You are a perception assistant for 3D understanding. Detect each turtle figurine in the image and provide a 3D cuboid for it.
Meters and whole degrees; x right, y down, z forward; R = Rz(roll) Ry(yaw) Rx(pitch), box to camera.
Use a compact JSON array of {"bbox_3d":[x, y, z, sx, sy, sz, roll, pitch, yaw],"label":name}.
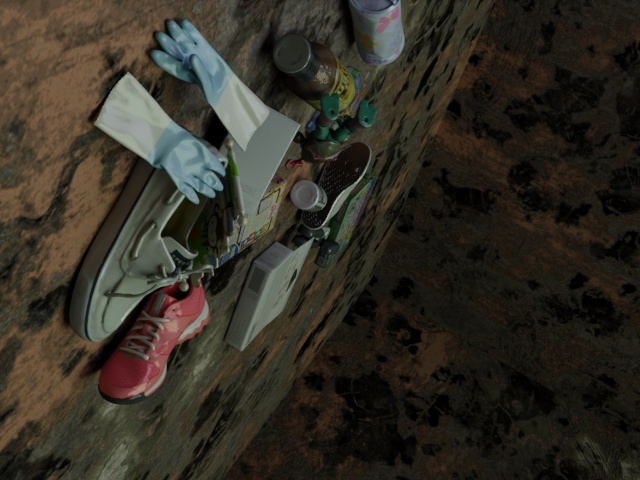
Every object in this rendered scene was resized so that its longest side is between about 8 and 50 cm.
[{"bbox_3d":[0.004,-0.214,1.430,0.175,0.118,0.234,-11,172,-29],"label":"turtle figurine"}]

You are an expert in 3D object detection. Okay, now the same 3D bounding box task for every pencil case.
[{"bbox_3d":[0.126,-0.487,1.553,0.124,0.114,0.273,-61,169,-7],"label":"pencil case"}]

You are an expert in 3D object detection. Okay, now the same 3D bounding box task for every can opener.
[{"bbox_3d":[0.000,0.000,2.236,0.076,0.095,0.283,-63,168,7],"label":"can opener"}]

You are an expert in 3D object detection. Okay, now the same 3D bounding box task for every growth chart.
[{"bbox_3d":[-0.183,-0.030,1.158,0.021,0.171,0.237,5,148,-37],"label":"growth chart"}]

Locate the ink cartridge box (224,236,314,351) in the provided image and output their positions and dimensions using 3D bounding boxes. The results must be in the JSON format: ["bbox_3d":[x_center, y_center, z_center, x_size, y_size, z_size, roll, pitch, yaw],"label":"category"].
[{"bbox_3d":[-0.145,0.134,2.020,0.261,0.066,0.296,-42,159,-57],"label":"ink cartridge box"}]

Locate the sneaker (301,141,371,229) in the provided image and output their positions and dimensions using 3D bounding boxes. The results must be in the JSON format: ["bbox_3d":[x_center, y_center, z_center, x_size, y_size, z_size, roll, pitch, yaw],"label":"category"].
[{"bbox_3d":[0.039,-0.159,2.052,0.290,0.106,0.123,-53,178,0],"label":"sneaker"}]

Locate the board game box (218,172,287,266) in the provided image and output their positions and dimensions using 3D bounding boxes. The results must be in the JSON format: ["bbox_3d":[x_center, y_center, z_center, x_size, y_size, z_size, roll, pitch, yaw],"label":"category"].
[{"bbox_3d":[-0.159,-0.047,1.523,0.193,0.045,0.146,-38,156,-46],"label":"board game box"}]

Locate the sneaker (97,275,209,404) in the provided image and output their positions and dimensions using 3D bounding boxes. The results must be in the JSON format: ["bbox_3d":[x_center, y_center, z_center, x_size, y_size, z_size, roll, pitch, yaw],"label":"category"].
[{"bbox_3d":[-0.316,0.165,1.334,0.314,0.116,0.136,-57,160,-49],"label":"sneaker"}]

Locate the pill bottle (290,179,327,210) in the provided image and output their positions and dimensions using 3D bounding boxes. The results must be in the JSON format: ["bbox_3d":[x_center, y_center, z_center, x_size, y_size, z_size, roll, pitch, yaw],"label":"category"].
[{"bbox_3d":[-0.028,-0.115,1.887,0.078,0.078,0.137,-61,168,4],"label":"pill bottle"}]

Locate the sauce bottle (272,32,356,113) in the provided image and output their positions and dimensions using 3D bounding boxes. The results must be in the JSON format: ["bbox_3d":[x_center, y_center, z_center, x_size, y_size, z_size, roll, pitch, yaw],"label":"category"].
[{"bbox_3d":[-0.010,-0.320,1.386,0.111,0.111,0.344,-62,169,8],"label":"sauce bottle"}]

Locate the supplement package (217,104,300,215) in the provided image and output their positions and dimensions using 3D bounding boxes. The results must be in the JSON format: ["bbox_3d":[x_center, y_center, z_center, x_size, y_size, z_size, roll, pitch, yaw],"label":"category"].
[{"bbox_3d":[-0.125,-0.150,1.254,0.179,0.105,0.105,-61,-170,6],"label":"supplement package"}]

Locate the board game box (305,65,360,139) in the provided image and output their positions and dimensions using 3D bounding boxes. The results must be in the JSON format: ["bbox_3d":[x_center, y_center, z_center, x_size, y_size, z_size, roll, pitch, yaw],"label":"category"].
[{"bbox_3d":[0.032,-0.315,1.766,0.201,0.035,0.136,-57,168,-18],"label":"board game box"}]

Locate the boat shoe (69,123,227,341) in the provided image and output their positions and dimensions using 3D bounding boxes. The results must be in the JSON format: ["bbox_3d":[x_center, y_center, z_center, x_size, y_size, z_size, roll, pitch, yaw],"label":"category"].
[{"bbox_3d":[-0.242,0.016,1.096,0.367,0.157,0.136,-62,168,3],"label":"boat shoe"}]

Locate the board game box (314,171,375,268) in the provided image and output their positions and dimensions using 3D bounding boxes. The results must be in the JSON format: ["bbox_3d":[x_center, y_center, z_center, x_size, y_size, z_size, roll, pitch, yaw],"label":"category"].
[{"bbox_3d":[0.086,-0.074,2.551,0.213,0.046,0.317,-45,161,-50],"label":"board game box"}]

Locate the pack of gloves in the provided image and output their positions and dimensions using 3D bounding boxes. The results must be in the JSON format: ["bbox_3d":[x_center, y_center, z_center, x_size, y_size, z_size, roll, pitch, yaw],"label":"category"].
[{"bbox_3d":[-0.168,-0.171,0.980,0.232,0.046,0.195,43,68,-46],"label":"pack of gloves"}]
